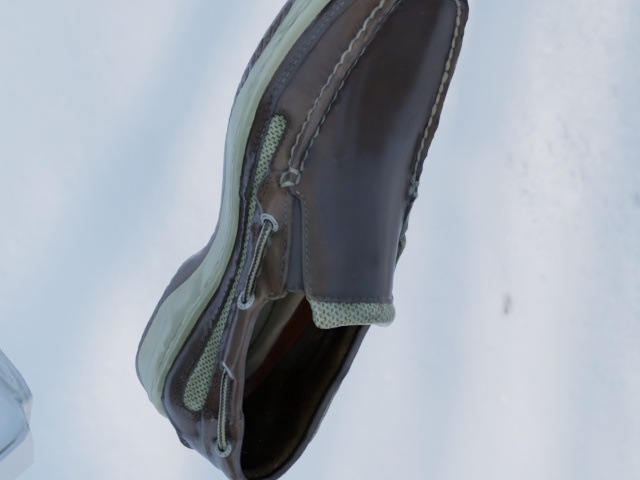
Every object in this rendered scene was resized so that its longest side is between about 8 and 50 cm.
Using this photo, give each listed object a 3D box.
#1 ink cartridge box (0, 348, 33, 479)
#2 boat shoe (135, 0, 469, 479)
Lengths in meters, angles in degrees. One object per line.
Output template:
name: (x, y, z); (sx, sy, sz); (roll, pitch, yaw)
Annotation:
ink cartridge box: (-0.341, 0.096, 0.565); (0.279, 0.385, 0.160); (50, -17, 4)
boat shoe: (0.006, 0.000, 0.612); (0.095, 0.257, 0.095); (-3, 42, -36)
